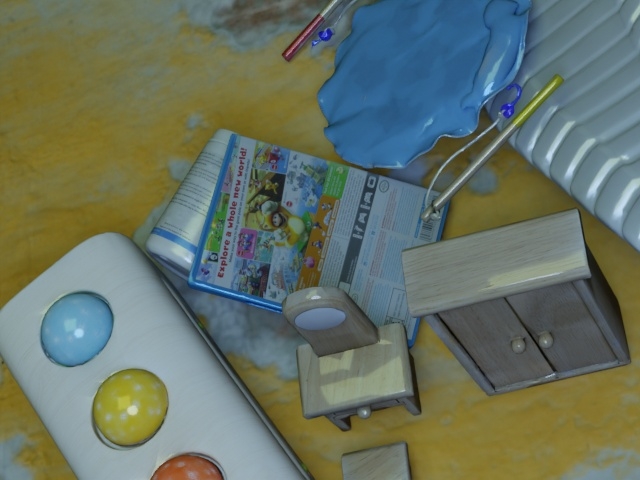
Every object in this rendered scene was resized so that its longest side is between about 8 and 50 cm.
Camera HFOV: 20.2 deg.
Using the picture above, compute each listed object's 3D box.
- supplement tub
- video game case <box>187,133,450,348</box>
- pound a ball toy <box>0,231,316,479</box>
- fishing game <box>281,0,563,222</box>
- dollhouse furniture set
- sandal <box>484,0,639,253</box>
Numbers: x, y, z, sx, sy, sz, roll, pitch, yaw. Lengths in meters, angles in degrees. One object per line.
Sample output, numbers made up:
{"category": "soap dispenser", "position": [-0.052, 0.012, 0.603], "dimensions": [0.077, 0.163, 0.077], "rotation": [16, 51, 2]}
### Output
{"category": "supplement tub", "position": [-0.076, -0.021, 1.336], "dimensions": [0.071, 0.071, 0.107], "rotation": [26, 79, 29]}
{"category": "video game case", "position": [0.000, 0.000, 1.287], "dimensions": [0.166, 0.015, 0.119], "rotation": [16, 72, -2]}
{"category": "pound a ball toy", "position": [-0.130, 0.171, 1.227], "dimensions": [0.208, 0.136, 0.319], "rotation": [-39, 57, 1]}
{"category": "fishing game", "position": [0.079, -0.131, 1.314], "dimensions": [0.189, 0.041, 0.264], "rotation": [-49, 40, 5]}
{"category": "dollhouse furniture set", "position": [0.132, 0.185, 1.102], "dimensions": [0.303, 0.174, 0.355], "rotation": [-14, 63, 16]}
{"category": "sandal", "position": [0.222, -0.087, 1.233], "dimensions": [0.169, 0.102, 0.416], "rotation": [-45, 40, 19]}
